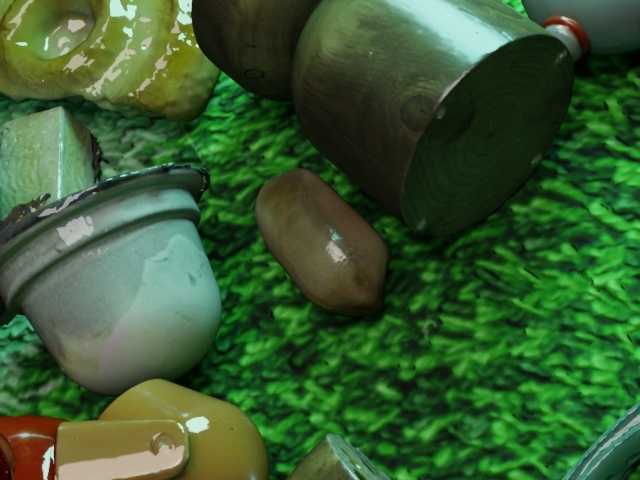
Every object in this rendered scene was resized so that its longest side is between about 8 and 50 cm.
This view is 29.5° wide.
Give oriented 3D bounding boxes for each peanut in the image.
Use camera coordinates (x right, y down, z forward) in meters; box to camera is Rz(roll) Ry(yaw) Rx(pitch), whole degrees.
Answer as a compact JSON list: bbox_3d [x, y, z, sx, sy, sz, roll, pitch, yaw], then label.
[{"bbox_3d":[0.000,0.000,0.959,0.076,0.076,0.152,-38,60,-4],"label":"peanut"}]

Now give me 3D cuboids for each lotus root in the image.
[{"bbox_3d":[0.020,0.190,0.820,0.081,0.122,0.112,-38,82,3],"label":"lotus root"}]

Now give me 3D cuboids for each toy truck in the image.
[{"bbox_3d":[-0.149,0.226,0.824,0.239,0.189,0.264,-9,60,5],"label":"toy truck"}]

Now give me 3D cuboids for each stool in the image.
[{"bbox_3d":[0.044,-0.146,0.958,0.179,0.179,0.264,-43,57,-7],"label":"stool"}]

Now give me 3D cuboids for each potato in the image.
[{"bbox_3d":[-0.244,-0.056,1.079,0.086,0.061,0.122,-14,58,14],"label":"potato"}]

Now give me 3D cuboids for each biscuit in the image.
[{"bbox_3d":[-0.216,-0.207,1.134,0.274,0.091,0.213,1,65,22],"label":"biscuit"}]

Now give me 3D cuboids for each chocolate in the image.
[{"bbox_3d":[-0.158,0.048,0.939,0.221,0.221,0.147,-23,77,6],"label":"chocolate"}]

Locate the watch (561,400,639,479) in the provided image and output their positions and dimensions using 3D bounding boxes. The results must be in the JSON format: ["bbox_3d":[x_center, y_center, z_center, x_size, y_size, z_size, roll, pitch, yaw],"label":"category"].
[{"bbox_3d":[0.259,0.183,0.776,0.195,0.068,0.237,35,82,33],"label":"watch"}]

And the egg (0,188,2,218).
[{"bbox_3d":[-0.424,-0.023,0.964,0.340,0.354,0.354,5,63,5],"label":"egg"}]

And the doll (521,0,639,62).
[{"bbox_3d":[0.280,-0.188,0.953,0.336,0.105,0.199,21,73,19],"label":"doll"}]
